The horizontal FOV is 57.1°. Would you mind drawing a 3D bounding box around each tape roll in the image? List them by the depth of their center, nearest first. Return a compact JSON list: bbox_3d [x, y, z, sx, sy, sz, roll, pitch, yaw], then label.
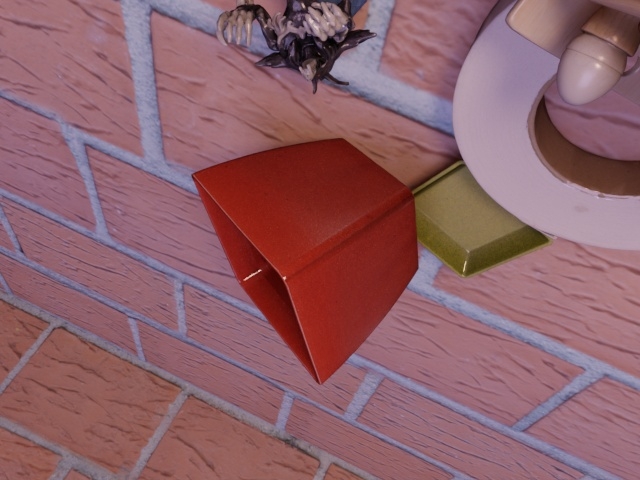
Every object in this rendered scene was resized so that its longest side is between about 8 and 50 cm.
[{"bbox_3d":[0.345,-0.140,0.658,0.392,0.072,0.392,19,145,14],"label":"tape roll"}]

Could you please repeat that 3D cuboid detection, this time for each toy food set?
[{"bbox_3d":[0.288,-0.088,0.420,0.219,0.306,0.092,18,117,-25],"label":"toy food set"}]

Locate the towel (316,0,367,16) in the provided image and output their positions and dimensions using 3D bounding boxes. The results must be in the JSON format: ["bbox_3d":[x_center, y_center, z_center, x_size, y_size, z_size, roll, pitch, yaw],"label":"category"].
[{"bbox_3d":[0.006,-0.321,0.704,0.119,0.029,0.067,41,144,-16],"label":"towel"}]

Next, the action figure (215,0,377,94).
[{"bbox_3d":[-0.040,-0.266,0.660,0.164,0.141,0.276,-5,132,23],"label":"action figure"}]

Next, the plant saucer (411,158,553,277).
[{"bbox_3d":[0.224,-0.037,0.898,0.188,0.045,0.188,39,144,-13],"label":"plant saucer"}]

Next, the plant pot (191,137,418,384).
[{"bbox_3d":[0.000,0.000,0.891,0.267,0.235,0.267,44,160,38],"label":"plant pot"}]
